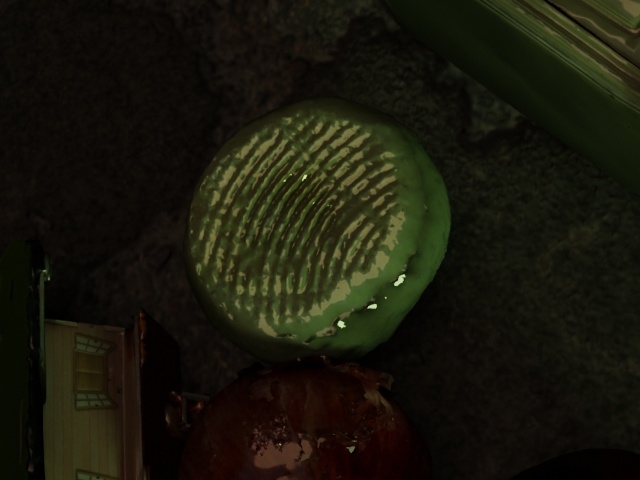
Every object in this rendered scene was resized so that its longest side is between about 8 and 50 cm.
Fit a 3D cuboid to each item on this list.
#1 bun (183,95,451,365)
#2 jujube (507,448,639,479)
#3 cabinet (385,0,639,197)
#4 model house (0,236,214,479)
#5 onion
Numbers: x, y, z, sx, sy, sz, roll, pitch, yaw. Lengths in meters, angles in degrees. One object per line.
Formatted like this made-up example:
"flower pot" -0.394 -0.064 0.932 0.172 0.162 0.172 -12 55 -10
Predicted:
"bun" 0.000 0.000 1.009 0.195 0.118 0.195 -5 69 13
"jujube" 0.144 0.236 0.895 0.236 0.168 0.168 -34 71 8
"cabinet" 0.230 -0.233 0.946 0.290 0.227 0.318 40 89 21
"model house" -0.181 0.167 1.026 0.207 0.154 0.294 -36 52 50
"onion" -0.003 0.171 0.934 0.184 0.184 0.147 -44 27 1
